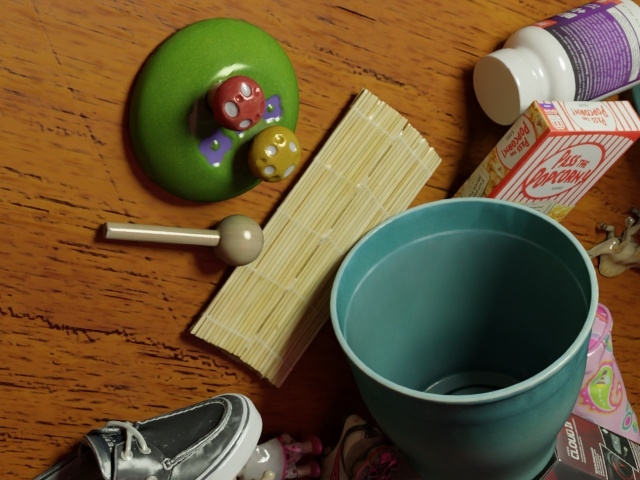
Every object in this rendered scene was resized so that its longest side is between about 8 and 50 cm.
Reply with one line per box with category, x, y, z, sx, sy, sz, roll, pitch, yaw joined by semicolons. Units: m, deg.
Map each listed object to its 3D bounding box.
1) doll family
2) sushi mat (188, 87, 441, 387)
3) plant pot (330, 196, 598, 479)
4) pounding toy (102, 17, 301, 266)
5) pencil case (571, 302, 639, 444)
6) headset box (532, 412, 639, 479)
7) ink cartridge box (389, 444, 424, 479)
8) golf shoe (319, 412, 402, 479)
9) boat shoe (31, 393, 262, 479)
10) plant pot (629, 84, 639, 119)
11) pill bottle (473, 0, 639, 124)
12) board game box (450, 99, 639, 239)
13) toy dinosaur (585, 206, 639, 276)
doll family;-0.062;0.334;1.484;0.163;0.118;0.262;-8;112;-34
sushi mat;0.000;0.000;1.460;0.151;0.019;0.316;40;83;-40
plant pot;0.162;0.139;1.489;0.272;0.272;0.255;-34;140;-20
pounding toy;-0.084;-0.086;1.306;0.183;0.110;0.236;10;102;-38
pencil case;0.326;0.207;1.712;0.124;0.124;0.284;-35;126;-20
headset box;0.312;0.339;1.665;0.293;0.110;0.218;24;120;-16
ink cartridge box;0.117;0.274;1.610;0.122;0.088;0.052;-10;111;-33
golf shoe;0.032;0.274;1.562;0.068;0.086;0.186;-9;136;-35
boat shoe;-0.197;0.228;1.360;0.301;0.108;0.102;-31;125;-14
plant pot;0.570;-0.197;1.523;0.341;0.334;0.341;-1;95;-14
pill bottle;0.267;-0.194;1.519;0.194;0.108;0.108;-23;120;-27
board game box;0.244;-0.077;1.525;0.147;0.045;0.193;-4;146;-35
toy dinosaur;0.393;0.011;1.742;0.183;0.053;0.092;13;116;-31
